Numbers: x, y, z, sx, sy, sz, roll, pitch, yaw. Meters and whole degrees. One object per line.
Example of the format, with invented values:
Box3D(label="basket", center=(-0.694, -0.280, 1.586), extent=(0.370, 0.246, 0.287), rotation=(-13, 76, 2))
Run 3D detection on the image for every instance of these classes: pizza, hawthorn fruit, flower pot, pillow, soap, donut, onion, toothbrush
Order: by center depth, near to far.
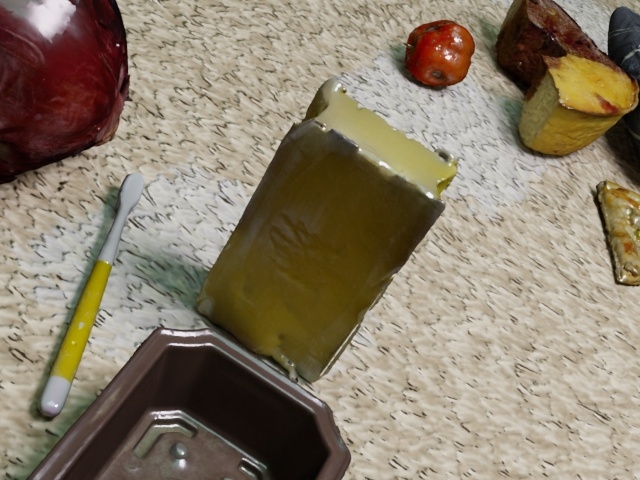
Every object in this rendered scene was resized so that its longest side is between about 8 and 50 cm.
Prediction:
Box3D(label="flower pot", center=(-0.097, 0.182, 0.824), extent=(0.178, 0.084, 0.251), rotation=(33, 36, 2))
Box3D(label="soap", center=(0.001, -0.001, 0.978), extent=(0.135, 0.233, 0.076), rotation=(33, 33, 0))
Box3D(label="toothbrush", center=(-0.187, 0.038, 0.979), extent=(0.021, 0.024, 0.288), rotation=(21, 40, -10))
Box3D(label="onion", center=(-0.294, -0.174, 0.991), extent=(0.281, 0.221, 0.281), rotation=(33, 7, -5))
Box3D(label="pizza", center=(0.384, -0.001, 1.415), extent=(0.185, 0.036, 0.176), rotation=(46, 39, 19))
Box3D(label="hawthorn fruit", center=(0.146, -0.236, 1.477), extent=(0.093, 0.093, 0.093), rotation=(19, 38, -16))
Box3D(label="donut", center=(0.319, -0.206, 1.545), extent=(0.151, 0.112, 0.295), rotation=(19, 40, -20))
Box3D(label="pillow", center=(0.454, -0.197, 1.615), extent=(0.161, 0.092, 0.335), rotation=(53, 25, -33))
